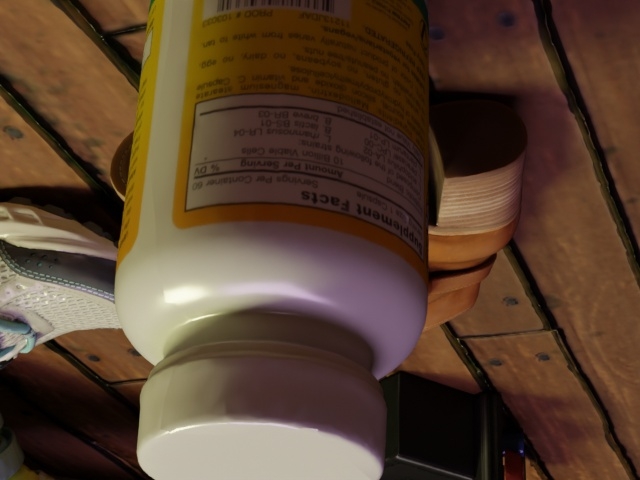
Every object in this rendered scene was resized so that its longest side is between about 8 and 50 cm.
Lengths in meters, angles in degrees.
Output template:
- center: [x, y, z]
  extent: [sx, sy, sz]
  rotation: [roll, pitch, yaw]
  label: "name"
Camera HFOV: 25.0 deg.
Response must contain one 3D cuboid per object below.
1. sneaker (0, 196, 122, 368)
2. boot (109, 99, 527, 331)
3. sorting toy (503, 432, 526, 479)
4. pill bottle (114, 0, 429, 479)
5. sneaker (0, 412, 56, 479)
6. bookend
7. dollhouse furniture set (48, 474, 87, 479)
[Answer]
- center: [-0.222, 0.057, 0.784]
  extent: [0.283, 0.122, 0.110]
  rotation: [-4, 151, 13]
  label: "sneaker"
- center: [0.000, 0.000, 0.703]
  extent: [0.197, 0.073, 0.152]
  rotation: [0, 148, -4]
  label: "boot"
- center: [0.124, 0.167, 1.026]
  extent: [0.042, 0.061, 0.102]
  rotation: [-2, 170, 9]
  label: "sorting toy"
- center: [-0.016, -0.012, 0.552]
  extent: [0.117, 0.208, 0.117]
  rotation: [2, 151, 1]
  label: "pill bottle"
- center: [-0.184, 0.185, 0.952]
  extent: [0.319, 0.208, 0.127]
  rotation: [-4, -165, 5]
  label: "sneaker"
- center: [0.014, 0.140, 0.971]
  extent: [0.156, 0.072, 0.157]
  rotation: [21, 146, -30]
  label: "bookend"
- center: [-0.246, 0.306, 1.166]
  extent: [0.161, 0.212, 0.242]
  rotation: [13, 123, -22]
  label: "dollhouse furniture set"
